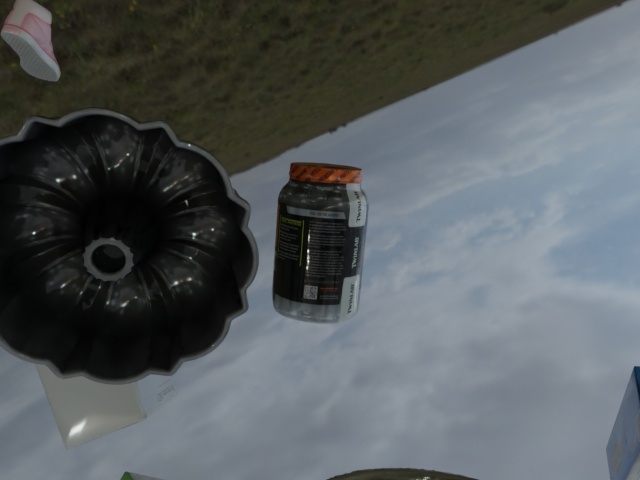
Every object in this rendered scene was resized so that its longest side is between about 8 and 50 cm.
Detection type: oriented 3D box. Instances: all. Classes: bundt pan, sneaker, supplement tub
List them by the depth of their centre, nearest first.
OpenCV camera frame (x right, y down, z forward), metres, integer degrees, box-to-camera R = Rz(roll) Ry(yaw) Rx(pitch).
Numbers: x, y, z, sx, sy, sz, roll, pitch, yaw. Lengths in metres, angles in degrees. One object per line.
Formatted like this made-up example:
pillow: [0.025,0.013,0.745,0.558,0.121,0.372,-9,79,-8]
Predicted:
bundt pan: [-0.240,-0.001,0.684,0.330,0.331,0.124,-23,-156,0]
sneaker: [-0.376,-0.269,0.773,0.050,0.070,0.134,11,167,-4]
supplement tub: [0.000,0.000,1.306,0.206,0.338,0.207,5,-168,-1]

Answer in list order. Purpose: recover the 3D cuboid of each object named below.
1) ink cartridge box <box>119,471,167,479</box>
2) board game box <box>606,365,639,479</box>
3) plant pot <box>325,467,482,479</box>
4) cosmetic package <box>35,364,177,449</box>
ink cartridge box: [-0.307,0.575,0.883,0.207,0.119,0.354,23,-100,48]
board game box: [0.540,0.260,0.718,0.301,0.308,0.086,-3,-127,17]
plant pot: [0.112,0.426,0.519,0.333,0.306,0.334,8,-176,0]
cosmetic package: [-0.415,0.158,1.049,0.155,0.366,0.197,-23,178,0]
